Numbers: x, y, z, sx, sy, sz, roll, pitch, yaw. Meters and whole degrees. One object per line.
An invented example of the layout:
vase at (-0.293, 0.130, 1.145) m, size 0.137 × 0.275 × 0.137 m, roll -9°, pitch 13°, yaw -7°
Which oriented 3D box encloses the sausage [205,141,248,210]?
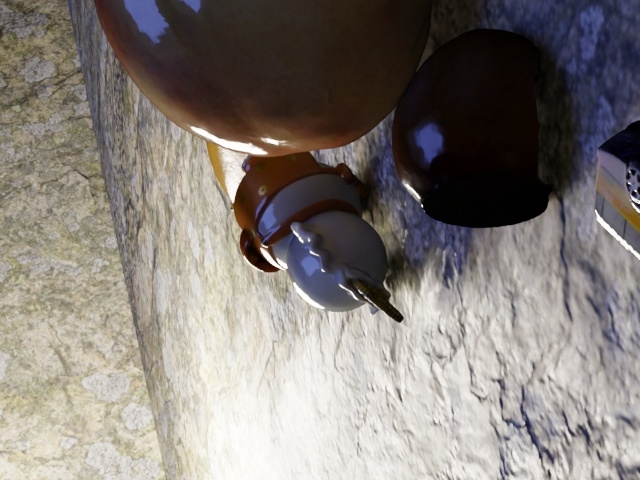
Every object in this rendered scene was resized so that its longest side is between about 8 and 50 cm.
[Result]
sausage at (-0.095, -0.127, 1.332) m, size 0.328 × 0.112 × 0.112 m, roll 92°, pitch 162°, yaw -57°

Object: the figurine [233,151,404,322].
figurine at (0.005, -0.008, 1.084) m, size 0.271 × 0.143 × 0.143 m, roll 30°, pitch 128°, yaw 43°

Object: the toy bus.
toy bus at (0.209, 0.000, 0.568) m, size 0.172 × 0.057 × 0.072 m, roll -121°, pitch 24°, yaw -52°

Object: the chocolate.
chocolate at (0.115, -0.086, 0.774) m, size 0.124 × 0.127 × 0.133 m, roll -29°, pitch 52°, yaw 38°

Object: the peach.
peach at (-0.043, -0.207, 0.886) m, size 0.247 × 0.292 × 0.292 m, roll -42°, pitch -48°, yaw -67°
